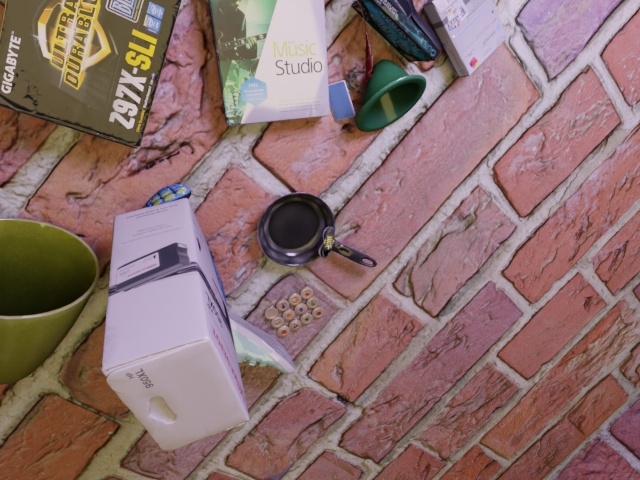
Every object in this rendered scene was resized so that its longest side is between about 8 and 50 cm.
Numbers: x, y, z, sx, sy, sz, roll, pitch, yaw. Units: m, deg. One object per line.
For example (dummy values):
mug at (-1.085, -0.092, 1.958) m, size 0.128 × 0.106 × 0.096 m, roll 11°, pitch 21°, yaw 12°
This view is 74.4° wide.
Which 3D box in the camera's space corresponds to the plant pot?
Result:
plant pot at (-0.634, 0.152, 0.869) m, size 0.275 × 0.275 × 0.293 m, roll 18°, pitch 121°, yaw -21°

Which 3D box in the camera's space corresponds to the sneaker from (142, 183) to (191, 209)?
sneaker at (-0.360, -0.053, 0.955) m, size 0.188 × 0.067 × 0.078 m, roll -45°, pitch 132°, yaw 6°

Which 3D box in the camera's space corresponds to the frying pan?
frying pan at (0.001, -0.027, 1.067) m, size 0.326 × 0.053 × 0.197 m, roll 0°, pitch 113°, yaw -18°

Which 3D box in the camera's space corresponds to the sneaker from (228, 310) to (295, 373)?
sneaker at (-0.198, 0.313, 1.125) m, size 0.256 × 0.094 × 0.151 m, roll 38°, pitch 92°, yaw -16°

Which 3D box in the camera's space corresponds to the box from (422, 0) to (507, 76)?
box at (0.334, -0.498, 0.961) m, size 0.145 × 0.038 × 0.186 m, roll -46°, pitch 116°, yaw -8°

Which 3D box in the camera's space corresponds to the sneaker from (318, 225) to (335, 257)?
sneaker at (0.020, 0.007, 1.043) m, size 0.031 × 0.035 × 0.083 m, roll 8°, pitch 109°, yaw -18°

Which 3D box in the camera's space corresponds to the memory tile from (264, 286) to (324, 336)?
memory tile at (-0.070, 0.198, 1.160) m, size 0.148 × 0.012 × 0.113 m, roll -28°, pitch 116°, yaw -3°

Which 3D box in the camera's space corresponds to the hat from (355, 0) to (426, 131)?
hat at (0.125, -0.384, 0.958) m, size 0.173 × 0.183 × 0.208 m, roll -18°, pitch 163°, yaw -37°

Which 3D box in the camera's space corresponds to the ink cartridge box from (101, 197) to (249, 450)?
ink cartridge box at (-0.281, 0.150, 0.836) m, size 0.166 × 0.395 × 0.285 m, roll -17°, pitch 133°, yaw -9°

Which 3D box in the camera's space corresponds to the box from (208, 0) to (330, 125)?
box at (-0.104, -0.414, 0.876) m, size 0.232 × 0.058 × 0.322 m, roll -10°, pitch 113°, yaw -12°

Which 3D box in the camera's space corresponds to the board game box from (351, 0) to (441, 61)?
board game box at (0.159, -0.451, 0.897) m, size 0.186 × 0.126 × 0.026 m, roll 33°, pitch 100°, yaw -24°

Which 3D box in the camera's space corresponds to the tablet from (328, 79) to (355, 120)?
tablet at (0.045, -0.320, 0.968) m, size 0.054 × 0.006 × 0.083 m, roll -5°, pitch 121°, yaw 31°

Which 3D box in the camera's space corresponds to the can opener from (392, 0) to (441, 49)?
can opener at (0.201, -0.486, 0.937) m, size 0.186 × 0.059 × 0.073 m, roll 35°, pitch 72°, yaw -35°

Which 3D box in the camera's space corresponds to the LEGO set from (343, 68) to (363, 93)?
LEGO set at (0.084, -0.367, 0.971) m, size 0.083 × 0.023 × 0.054 m, roll -14°, pitch 118°, yaw -24°

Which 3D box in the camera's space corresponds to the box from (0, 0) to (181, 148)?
box at (-0.426, -0.366, 0.781) m, size 0.257 × 0.079 × 0.322 m, roll 15°, pitch 107°, yaw -29°
